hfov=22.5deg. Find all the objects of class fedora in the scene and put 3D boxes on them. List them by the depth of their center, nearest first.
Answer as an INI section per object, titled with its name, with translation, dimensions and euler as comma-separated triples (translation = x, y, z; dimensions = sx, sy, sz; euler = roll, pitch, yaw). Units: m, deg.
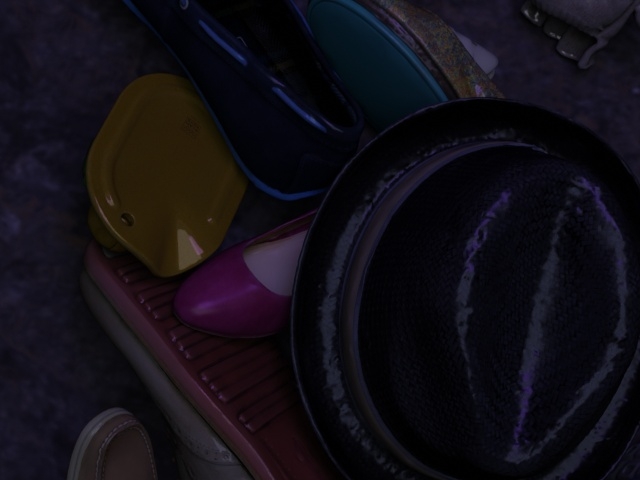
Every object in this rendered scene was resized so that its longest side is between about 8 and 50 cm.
[fedora]
translation = 0.136, 0.055, 1.177
dimensions = 0.334, 0.152, 0.334
euler = 0, 87, -11

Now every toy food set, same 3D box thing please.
[toy food set]
translation = -0.127, -0.058, 1.286
dimensions = 0.128, 0.071, 0.218
euler = 39, 47, -17

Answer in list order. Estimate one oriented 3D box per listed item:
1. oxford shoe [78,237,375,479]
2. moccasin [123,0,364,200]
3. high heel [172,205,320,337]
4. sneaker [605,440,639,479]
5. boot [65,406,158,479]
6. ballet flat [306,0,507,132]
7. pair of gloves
[oxford shoe]
translation = -0.078, 0.169, 1.252
dimensions = 0.146, 0.140, 0.397
euler = -45, 75, 25
[moccasin]
translation = -0.065, -0.200, 1.277
dimensions = 0.137, 0.117, 0.342
euler = -34, 85, -39
[high heel]
translation = 0.000, 0.000, 1.247
dimensions = 0.244, 0.117, 0.082
euler = -13, 59, -32
[sneaker]
translation = 0.284, 0.291, 1.325
dimensions = 0.129, 0.111, 0.297
euler = 18, 86, -22
[boot]
translation = -0.110, 0.240, 1.195
dimensions = 0.077, 0.165, 0.213
euler = -21, 119, -41
[ballet flat]
translation = 0.129, -0.092, 1.330
dimensions = 0.123, 0.123, 0.348
euler = -41, 91, -10
[pair of gloves]
translation = 0.292, -0.187, 1.318
dimensions = 0.240, 0.204, 0.042
euler = 35, 45, -4
